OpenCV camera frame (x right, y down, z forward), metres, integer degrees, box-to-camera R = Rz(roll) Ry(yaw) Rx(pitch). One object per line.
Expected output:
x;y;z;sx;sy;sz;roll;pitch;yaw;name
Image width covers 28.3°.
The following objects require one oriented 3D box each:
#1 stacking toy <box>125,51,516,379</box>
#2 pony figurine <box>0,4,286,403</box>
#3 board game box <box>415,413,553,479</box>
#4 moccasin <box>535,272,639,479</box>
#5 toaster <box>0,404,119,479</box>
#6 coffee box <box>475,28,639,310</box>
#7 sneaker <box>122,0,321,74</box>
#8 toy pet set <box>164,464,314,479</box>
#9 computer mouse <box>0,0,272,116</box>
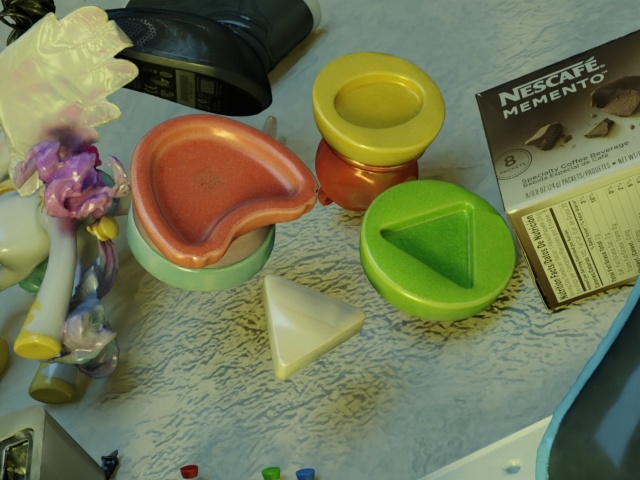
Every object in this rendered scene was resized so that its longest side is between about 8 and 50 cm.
0.000;0.000;1.099;0.309;0.130;0.279;-20;60;-24;stacking toy
-0.250;-0.033;1.237;0.351;0.303;0.364;-16;53;33;pony figurine
0.206;0.246;0.729;0.390;0.050;0.390;-26;36;5;board game box
0.266;0.054;0.789;0.116;0.138;0.342;19;72;41;moccasin
-0.261;0.237;1.018;0.168;0.110;0.186;-23;36;10;toaster
0.287;-0.082;1.003;0.297;0.119;0.168;-20;38;14;coffee box
-0.156;-0.246;1.520;0.295;0.105;0.147;7;45;35;sneaker
-0.077;0.222;0.970;0.122;0.065;0.114;-4;9;28;toy pet set
-0.172;-0.196;1.248;0.188;0.272;0.072;127;158;-73;computer mouse
